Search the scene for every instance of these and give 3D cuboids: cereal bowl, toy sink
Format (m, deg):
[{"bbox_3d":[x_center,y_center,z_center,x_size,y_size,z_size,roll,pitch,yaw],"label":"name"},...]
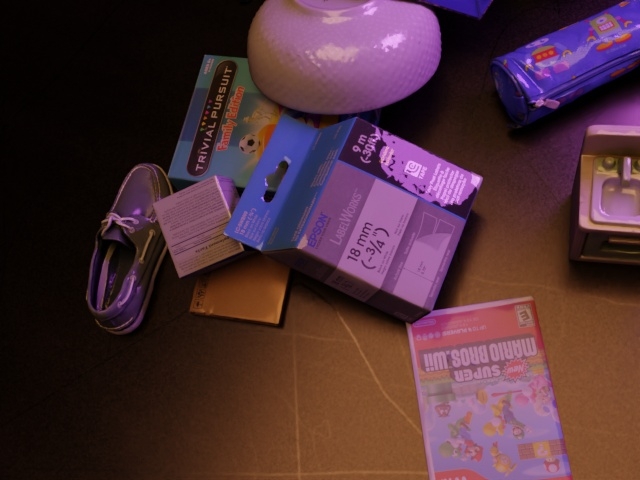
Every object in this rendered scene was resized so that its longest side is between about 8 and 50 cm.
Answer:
[{"bbox_3d":[0.036,-0.367,1.317,0.339,0.141,0.339,-4,46,4],"label":"cereal bowl"},{"bbox_3d":[0.450,-0.053,1.125,0.153,0.234,0.131,4,71,13],"label":"toy sink"}]

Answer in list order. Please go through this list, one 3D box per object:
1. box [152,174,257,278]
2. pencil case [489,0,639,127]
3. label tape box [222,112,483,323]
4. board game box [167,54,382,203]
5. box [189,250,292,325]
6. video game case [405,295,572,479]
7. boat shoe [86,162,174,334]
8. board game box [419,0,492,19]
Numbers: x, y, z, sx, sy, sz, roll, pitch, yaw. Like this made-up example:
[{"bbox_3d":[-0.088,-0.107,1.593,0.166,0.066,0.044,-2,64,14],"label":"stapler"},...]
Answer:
[{"bbox_3d":[-0.190,-0.022,1.292,0.126,0.072,0.137,-22,84,15],"label":"box"},{"bbox_3d":[0.435,-0.298,1.279,0.306,0.119,0.133,-24,43,3],"label":"pencil case"},{"bbox_3d":[0.050,-0.052,1.204,0.334,0.106,0.240,25,72,-3],"label":"label tape box"},{"bbox_3d":[-0.075,-0.190,1.376,0.336,0.079,0.253,8,72,15],"label":"board game box"},{"bbox_3d":[-0.126,0.040,1.333,0.164,0.021,0.201,6,71,15],"label":"box"},{"bbox_3d":[0.249,0.236,1.176,0.204,0.025,0.285,-10,69,9],"label":"video game case"},{"bbox_3d":[-0.334,0.000,1.352,0.116,0.099,0.319,4,71,14],"label":"boat shoe"},{"bbox_3d":[0.167,-0.539,1.318,0.232,0.141,0.291,8,44,-30],"label":"board game box"}]
